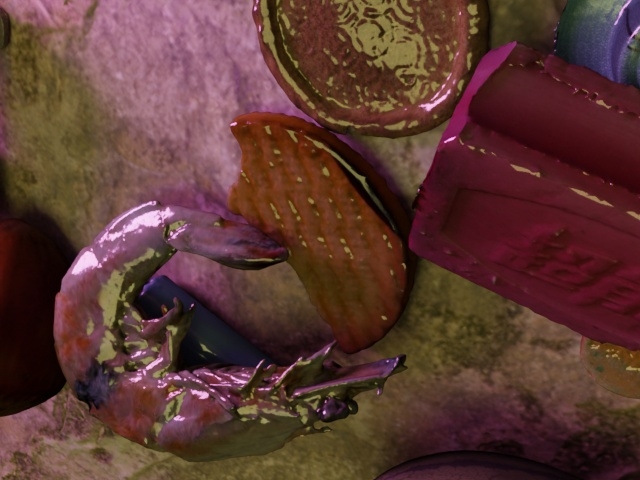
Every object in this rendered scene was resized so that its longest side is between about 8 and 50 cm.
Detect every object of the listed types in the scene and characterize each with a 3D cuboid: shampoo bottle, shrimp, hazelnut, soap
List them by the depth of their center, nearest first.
[{"bbox_3d":[0.193,-0.014,0.468,0.249,0.099,0.162,25,153,12],"label":"soap"},{"bbox_3d":[-0.097,0.087,0.658,0.360,0.085,0.247,2,101,20],"label":"shrimp"},{"bbox_3d":[-0.143,0.107,0.749,0.258,0.061,0.104,37,122,4],"label":"shampoo bottle"},{"bbox_3d":[-0.345,0.077,0.761,0.208,0.208,0.208,11,120,20],"label":"hazelnut"}]

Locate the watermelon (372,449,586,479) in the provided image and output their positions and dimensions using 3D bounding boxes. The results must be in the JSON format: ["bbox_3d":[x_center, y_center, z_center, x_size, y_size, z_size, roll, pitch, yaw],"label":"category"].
[{"bbox_3d":[0.144,0.317,0.590,0.359,0.279,0.279,20,123,14],"label":"watermelon"}]

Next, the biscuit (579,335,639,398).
[{"bbox_3d":[0.319,0.102,0.545,0.234,0.030,0.153,12,120,20],"label":"biscuit"}]

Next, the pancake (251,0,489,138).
[{"bbox_3d":[0.031,-0.165,0.543,0.199,0.021,0.199,12,122,21],"label":"pancake"}]

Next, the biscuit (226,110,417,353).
[{"bbox_3d":[0.000,-0.001,0.638,0.176,0.031,0.229,12,125,24],"label":"biscuit"}]

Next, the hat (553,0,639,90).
[{"bbox_3d":[0.236,-0.107,0.441,0.190,0.078,0.138,16,122,17],"label":"hat"}]

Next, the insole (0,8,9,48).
[{"bbox_3d":[-0.384,-0.237,0.708,0.191,0.010,0.063,24,125,11],"label":"insole"}]
